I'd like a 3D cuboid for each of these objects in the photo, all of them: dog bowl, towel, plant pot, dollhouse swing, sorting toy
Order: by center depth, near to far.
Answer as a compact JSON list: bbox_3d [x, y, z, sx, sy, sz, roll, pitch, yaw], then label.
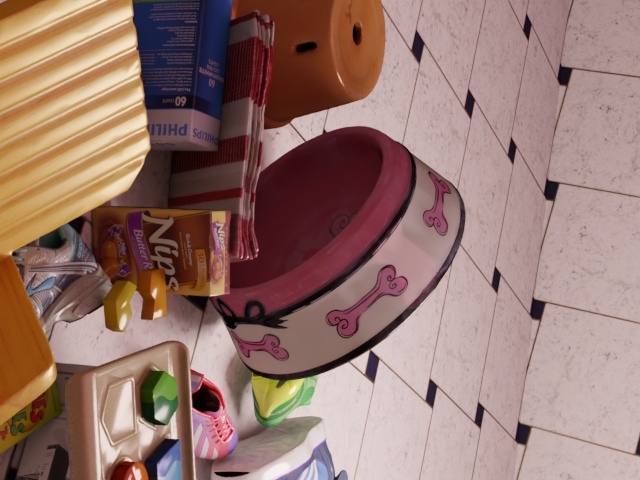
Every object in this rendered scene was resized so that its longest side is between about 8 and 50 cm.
[{"bbox_3d":[-0.274,-0.045,1.264,0.305,0.315,0.347,-18,138,-18],"label":"dollhouse swing"},{"bbox_3d":[-0.220,0.195,1.551,0.229,0.041,0.307,-14,103,-62],"label":"sorting toy"},{"bbox_3d":[-0.141,-0.131,1.748,0.037,0.237,0.329,8,84,-31],"label":"towel"},{"bbox_3d":[0.000,0.000,1.872,0.150,0.408,0.408,51,45,-29],"label":"dog bowl"},{"bbox_3d":[-0.031,-0.311,1.962,0.291,0.203,0.291,-14,106,-63],"label":"plant pot"}]

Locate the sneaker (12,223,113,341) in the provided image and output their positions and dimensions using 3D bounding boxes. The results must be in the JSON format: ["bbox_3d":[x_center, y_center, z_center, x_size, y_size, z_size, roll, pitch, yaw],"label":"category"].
[{"bbox_3d":[-0.359,0.065,1.478,0.122,0.110,0.283,67,29,-11],"label":"sneaker"}]

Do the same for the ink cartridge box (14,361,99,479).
[{"bbox_3d":[-0.280,0.313,1.609,0.197,0.114,0.273,45,53,-55],"label":"ink cartridge box"}]

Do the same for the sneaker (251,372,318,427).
[{"bbox_3d":[-0.045,0.200,2.119,0.295,0.109,0.123,-46,155,-55],"label":"sneaker"}]

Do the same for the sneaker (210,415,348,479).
[{"bbox_3d":[-0.062,0.427,2.041,0.323,0.130,0.236,-21,106,-68],"label":"sneaker"}]

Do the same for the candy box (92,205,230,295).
[{"bbox_3d":[-0.206,0.011,1.652,0.053,0.187,0.109,-6,97,-64],"label":"candy box"}]

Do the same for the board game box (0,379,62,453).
[{"bbox_3d":[-0.377,0.193,1.476,0.181,0.043,0.092,-34,122,-55],"label":"board game box"}]

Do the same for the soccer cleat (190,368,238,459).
[{"bbox_3d":[-0.166,0.254,1.858,0.248,0.095,0.083,57,43,-49],"label":"soccer cleat"}]

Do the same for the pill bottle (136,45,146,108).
[{"bbox_3d":[-0.269,-0.213,1.620,0.086,0.086,0.152,-31,119,-59],"label":"pill bottle"}]

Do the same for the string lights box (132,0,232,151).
[{"bbox_3d":[-0.197,-0.252,1.706,0.077,0.133,0.259,15,80,-63],"label":"string lights box"}]
